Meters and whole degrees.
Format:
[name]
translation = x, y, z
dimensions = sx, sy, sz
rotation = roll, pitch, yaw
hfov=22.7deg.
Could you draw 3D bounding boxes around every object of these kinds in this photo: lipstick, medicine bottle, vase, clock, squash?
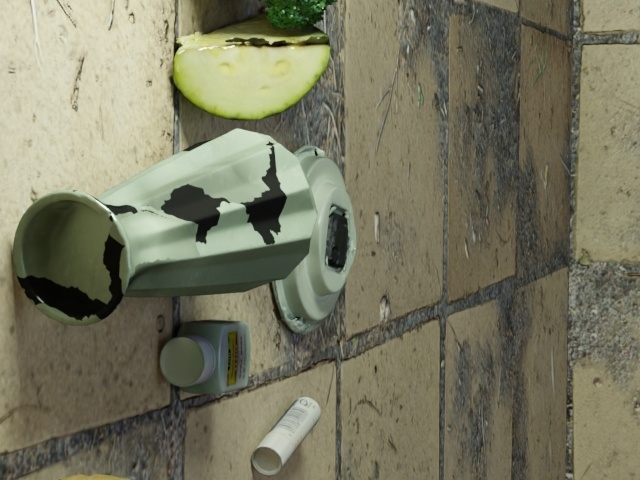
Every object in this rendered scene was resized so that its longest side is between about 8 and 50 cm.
[lipstick]
translation = -0.039, 0.230, 1.896
dimensions = 0.141, 0.040, 0.040
rotation = -47, 135, -61
[medicine bottle]
translation = -0.118, 0.121, 1.651
dimensions = 0.118, 0.055, 0.074
rotation = 2, 91, -69
[vase]
translation = -0.135, -0.011, 1.479
dimensions = 0.360, 0.165, 0.165
rotation = -18, 109, -64
[clock]
translation = 0.000, 0.000, 1.966
dimensions = 0.236, 0.053, 0.236
rotation = 1, 90, -69
[squash]
translation = -0.094, -0.195, 1.742
dimensions = 0.252, 0.169, 0.093
rotation = -131, -142, -69

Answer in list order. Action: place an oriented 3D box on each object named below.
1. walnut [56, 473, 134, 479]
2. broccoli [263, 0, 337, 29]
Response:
[walnut]
translation = -0.180, 0.303, 1.288
dimensions = 0.228, 0.228, 0.228
rotation = 2, 90, -70
[broccoli]
translation = -0.018, -0.360, 1.684
dimensions = 0.294, 0.265, 0.245
rotation = -69, -175, -47
